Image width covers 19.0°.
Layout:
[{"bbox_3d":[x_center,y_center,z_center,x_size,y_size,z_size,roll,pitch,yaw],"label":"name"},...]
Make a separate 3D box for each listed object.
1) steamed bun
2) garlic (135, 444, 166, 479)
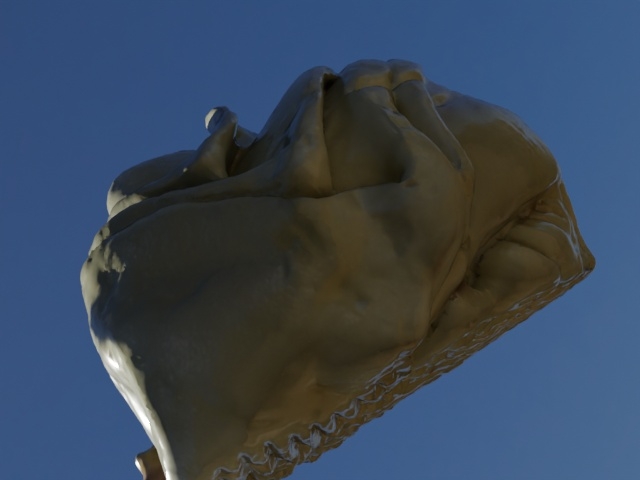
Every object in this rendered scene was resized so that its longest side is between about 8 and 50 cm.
[{"bbox_3d":[0.000,0.000,1.098,0.289,0.203,0.276,-34,-10,-4],"label":"steamed bun"},{"bbox_3d":[-0.113,0.308,1.456,0.286,0.249,0.313,-37,28,53],"label":"garlic"}]
